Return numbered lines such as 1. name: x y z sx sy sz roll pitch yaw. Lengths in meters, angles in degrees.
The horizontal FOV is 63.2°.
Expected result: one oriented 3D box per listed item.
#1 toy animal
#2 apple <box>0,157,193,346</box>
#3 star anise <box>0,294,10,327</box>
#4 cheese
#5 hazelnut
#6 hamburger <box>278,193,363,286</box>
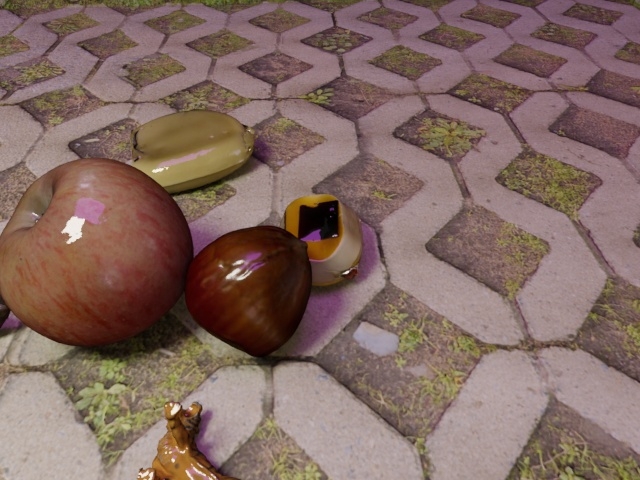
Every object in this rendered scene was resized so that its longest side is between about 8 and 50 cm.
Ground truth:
1. toy animal: -0.142 0.324 0.678 0.255 0.116 0.114 34 75 27
2. apple: -0.381 0.009 0.871 0.345 0.269 0.344 -12 39 10
3. star anise: -0.686 0.125 0.888 0.332 0.117 0.331 -1 49 1
4. cheese: -0.311 -0.229 1.293 0.316 0.128 0.259 -18 51 -10
5. hazelnut: -0.111 0.067 0.873 0.230 0.229 0.229 0 41 0
6. hamburger: 0.000 0.000 1.031 0.173 0.116 0.210 -9 45 2
